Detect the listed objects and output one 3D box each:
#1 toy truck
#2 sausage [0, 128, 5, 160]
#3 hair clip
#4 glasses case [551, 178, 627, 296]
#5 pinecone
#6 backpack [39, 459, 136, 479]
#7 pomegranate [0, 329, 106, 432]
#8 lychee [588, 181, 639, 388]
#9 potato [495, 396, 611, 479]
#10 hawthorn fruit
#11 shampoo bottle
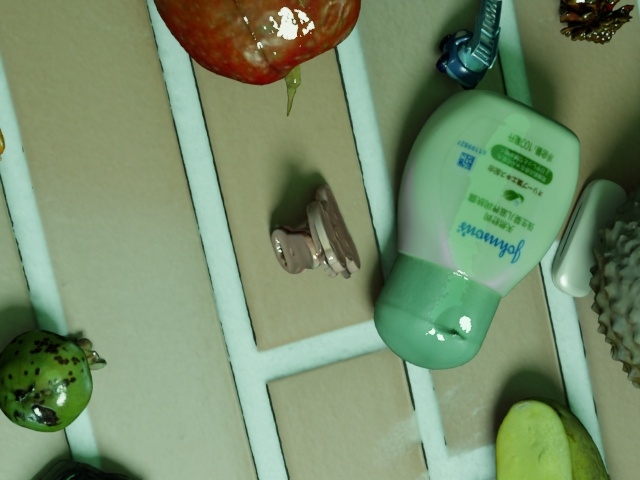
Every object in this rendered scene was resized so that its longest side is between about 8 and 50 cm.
[{"bbox_3d":[0.197,-0.259,1.835,0.063,0.074,0.136,31,43,-20],"label":"toy truck"},{"bbox_3d":[-0.392,-0.142,1.654,0.031,0.031,0.107,-21,100,-16],"label":"sausage"},{"bbox_3d":[0.010,-0.005,1.748,0.102,0.138,0.123,-25,94,-21],"label":"hair clip"},{"bbox_3d":[0.362,-0.003,1.916,0.063,0.041,0.164,23,87,-18],"label":"glasses case"},{"bbox_3d":[0.352,-0.310,1.868,0.102,0.102,0.109,-26,74,-15],"label":"pinecone"},{"bbox_3d":[-0.245,0.396,1.703,0.258,0.133,0.206,43,83,-24],"label":"backpack"},{"bbox_3d":[-0.313,0.157,1.672,0.161,0.122,0.122,-31,107,-53],"label":"pomegranate"},{"bbox_3d":[0.538,0.077,1.805,0.380,0.380,0.432,-37,131,-13],"label":"lychee"},{"bbox_3d":[0.312,0.344,1.866,0.141,0.176,0.298,-20,97,25],"label":"potato"},{"bbox_3d":[-0.070,-0.314,1.645,0.258,0.258,0.262,-35,76,-13],"label":"hawthorn fruit"},{"bbox_3d":[0.184,-0.005,1.799,0.222,0.151,0.349,26,87,-21],"label":"shampoo bottle"}]
